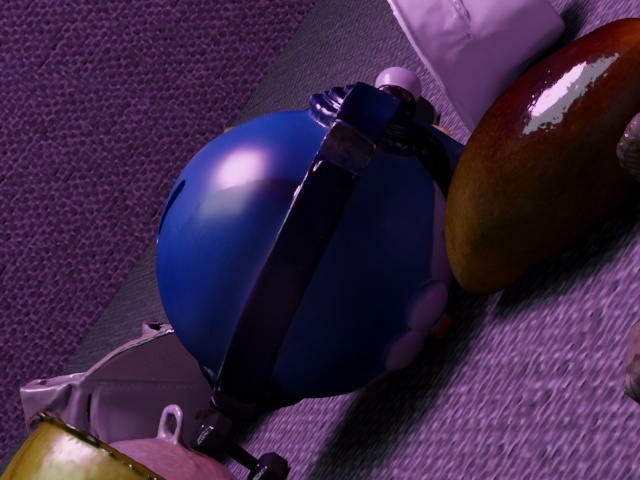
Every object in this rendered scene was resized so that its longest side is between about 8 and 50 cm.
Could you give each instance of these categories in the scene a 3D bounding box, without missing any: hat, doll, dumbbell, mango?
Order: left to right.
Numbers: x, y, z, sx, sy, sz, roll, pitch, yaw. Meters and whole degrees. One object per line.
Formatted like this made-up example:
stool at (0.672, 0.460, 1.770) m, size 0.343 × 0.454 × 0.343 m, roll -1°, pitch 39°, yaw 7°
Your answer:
hat at (-0.126, 0.155, 1.948) m, size 0.301 × 0.168 × 0.258 m, roll -22°, pitch 4°, yaw 27°
dumbbell at (-0.069, 0.181, 1.667) m, size 0.040 × 0.083 × 0.036 m, roll -51°, pitch 12°, yaw 9°
doll at (0.000, 0.000, 1.566) m, size 0.310 × 0.240 × 0.284 m, roll -63°, pitch -2°, yaw -64°
hat at (0.143, -0.203, 1.797) m, size 0.126 × 0.203 × 0.203 m, roll -33°, pitch 14°, yaw 10°
mango at (0.157, -0.053, 1.348) m, size 0.267 × 0.111 × 0.133 m, roll -51°, pitch 21°, yaw 44°

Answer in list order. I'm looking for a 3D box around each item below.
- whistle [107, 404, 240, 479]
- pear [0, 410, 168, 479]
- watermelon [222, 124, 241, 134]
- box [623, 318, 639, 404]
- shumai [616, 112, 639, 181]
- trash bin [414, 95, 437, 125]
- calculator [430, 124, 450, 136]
whistle at (-0.137, 0.298, 1.506) m, size 0.189 × 0.189 × 0.348 m, roll -176°, pitch 100°, yaw -78°
pear at (-0.147, 0.274, 1.288) m, size 0.255 × 0.238 × 0.164 m, roll -54°, pitch 16°, yaw -10°
watermelon at (-0.008, -0.036, 1.857) m, size 0.128 × 0.159 × 0.303 m, roll -15°, pitch 32°, yaw 0°
box at (0.201, 0.045, 1.007) m, size 0.098 × 0.045 × 0.062 m, roll -46°, pitch 14°, yaw 32°
shumai at (0.228, -0.067, 1.183) m, size 0.083 × 0.082 × 0.080 m, roll -12°, pitch 38°, yaw 43°
trash bin at (0.059, -0.083, 2.029) m, size 0.130 × 0.059 × 0.116 m, roll -51°, pitch 11°, yaw 26°
calculator at (0.026, -0.033, 1.914) m, size 0.236 × 0.033 × 0.157 m, roll -24°, pitch 40°, yaw 49°
